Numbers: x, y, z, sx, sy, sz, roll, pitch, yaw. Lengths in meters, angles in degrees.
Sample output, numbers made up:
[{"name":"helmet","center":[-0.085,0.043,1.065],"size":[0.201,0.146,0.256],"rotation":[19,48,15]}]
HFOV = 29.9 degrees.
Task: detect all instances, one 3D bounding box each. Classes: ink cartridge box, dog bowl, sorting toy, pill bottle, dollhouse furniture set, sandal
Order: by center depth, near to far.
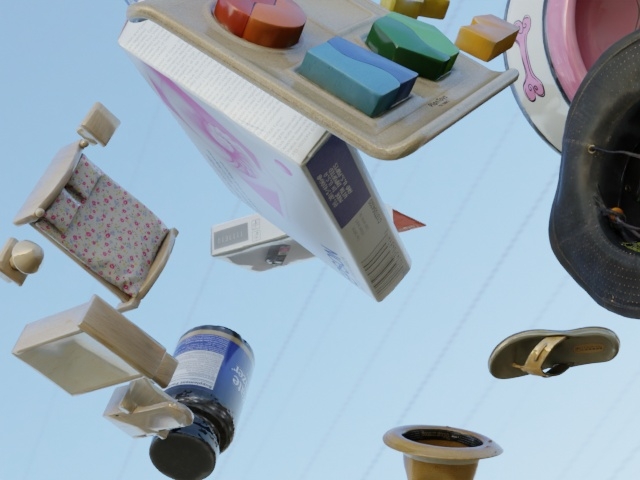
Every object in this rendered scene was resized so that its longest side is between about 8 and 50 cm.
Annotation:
[{"name":"sorting toy","center":[0.033,-0.161,0.890],"size":[0.307,0.229,0.041],"rotation":[-36,-29,-55]},{"name":"ink cartridge box","center":[-0.076,-0.101,1.213],"size":[0.071,0.330,0.324],"rotation":[-51,-28,-9]},{"name":"dollhouse furniture set","center":[-0.224,0.025,1.545],"size":[0.173,0.356,0.303],"rotation":[-18,-52,44]},{"name":"sandal","center":[0.311,0.157,1.604],"size":[0.180,0.049,0.072],"rotation":[-9,-57,15]},{"name":"pill bottle","center":[-0.170,0.230,1.692],"size":[0.122,0.219,0.123],"rotation":[5,-54,7]},{"name":"dog bowl","center":[0.475,-0.294,1.714],"size":[0.407,0.408,0.150],"rotation":[-20,2,-12]},{"name":"ink cartridge box","center":[0.000,0.000,1.934],"size":[0.275,0.060,0.239],"rotation":[-15,-24,31]}]

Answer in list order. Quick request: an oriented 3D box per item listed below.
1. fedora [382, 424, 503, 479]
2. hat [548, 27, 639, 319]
[{"name":"fedora","center":[0.186,0.340,1.852],"size":[0.194,0.194,0.079],"rotation":[3,-85,-36]},{"name":"hat","center":[0.404,-0.069,1.304],"size":[0.134,0.331,0.331],"rotation":[13,-53,-34]}]
